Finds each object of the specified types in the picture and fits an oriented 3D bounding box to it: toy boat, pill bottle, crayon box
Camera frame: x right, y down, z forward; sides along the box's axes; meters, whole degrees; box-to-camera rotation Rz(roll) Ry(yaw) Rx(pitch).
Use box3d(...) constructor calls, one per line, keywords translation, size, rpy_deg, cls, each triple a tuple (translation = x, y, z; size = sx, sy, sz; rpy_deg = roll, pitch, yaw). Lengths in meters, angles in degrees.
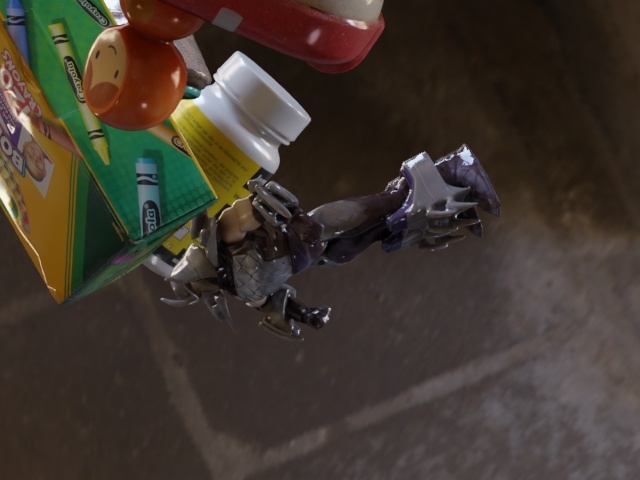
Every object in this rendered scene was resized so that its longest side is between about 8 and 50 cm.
box3d(translation=(-0.088, -0.130, 1.066), size=(0.231, 0.151, 0.151), rpy_deg=(22, 107, -9), cls="toy boat")
box3d(translation=(-0.115, -0.075, 1.904), size=(0.119, 0.119, 0.208), rpy_deg=(45, 97, 9), cls="pill bottle")
box3d(translation=(-0.200, -0.107, 1.421), size=(0.081, 0.165, 0.278), rpy_deg=(-29, 87, -30), cls="crayon box")

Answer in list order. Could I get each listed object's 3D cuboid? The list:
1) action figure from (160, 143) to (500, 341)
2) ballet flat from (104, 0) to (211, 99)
box3d(translation=(0.000, 0.000, 1.644), size=(0.285, 0.185, 0.099), rpy_deg=(-19, 65, -10), cls="action figure")
box3d(translation=(-0.178, -0.170, 1.605), size=(0.108, 0.316, 0.106), rpy_deg=(12, 87, -32), cls="ballet flat")
